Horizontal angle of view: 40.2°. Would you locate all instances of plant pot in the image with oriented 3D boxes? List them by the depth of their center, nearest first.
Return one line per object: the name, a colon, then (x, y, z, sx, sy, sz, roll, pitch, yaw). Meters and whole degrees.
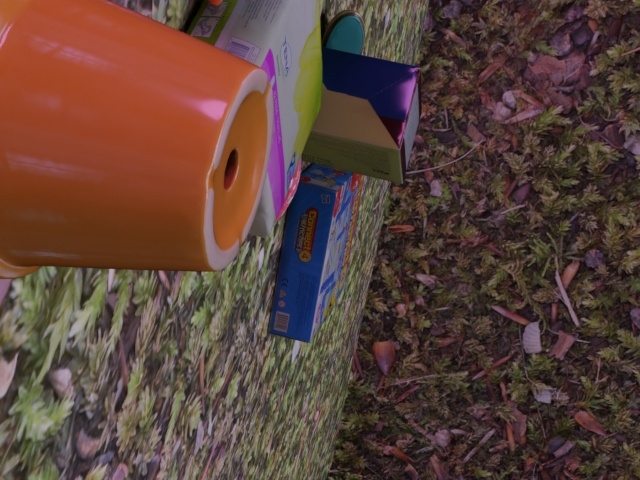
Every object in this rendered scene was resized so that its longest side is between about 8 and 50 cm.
plant pot: (-0.137, -0.063, 0.549, 0.205, 0.187, 0.205, 14, 90, -80)

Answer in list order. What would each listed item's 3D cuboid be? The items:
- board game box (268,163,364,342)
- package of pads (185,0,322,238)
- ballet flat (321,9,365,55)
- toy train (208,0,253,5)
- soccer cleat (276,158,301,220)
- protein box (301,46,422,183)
board game box: (0.000, 0.000, 1.730, 0.302, 0.086, 0.308, -52, 154, -67)
package of pads: (-0.071, -0.179, 1.024, 0.297, 0.101, 0.229, 89, 17, -58)
ballet flat: (0.033, -0.331, 1.562, 0.232, 0.080, 0.073, 95, -15, -52)
toy train: (-0.073, -0.313, 0.853, 0.046, 0.125, 0.166, 28, 75, -38)
soccer cleat: (-0.060, -0.131, 1.241, 0.095, 0.083, 0.248, 43, 59, -84)
protein box: (0.052, -0.200, 1.406, 0.201, 0.199, 0.136, 59, 46, -77)
